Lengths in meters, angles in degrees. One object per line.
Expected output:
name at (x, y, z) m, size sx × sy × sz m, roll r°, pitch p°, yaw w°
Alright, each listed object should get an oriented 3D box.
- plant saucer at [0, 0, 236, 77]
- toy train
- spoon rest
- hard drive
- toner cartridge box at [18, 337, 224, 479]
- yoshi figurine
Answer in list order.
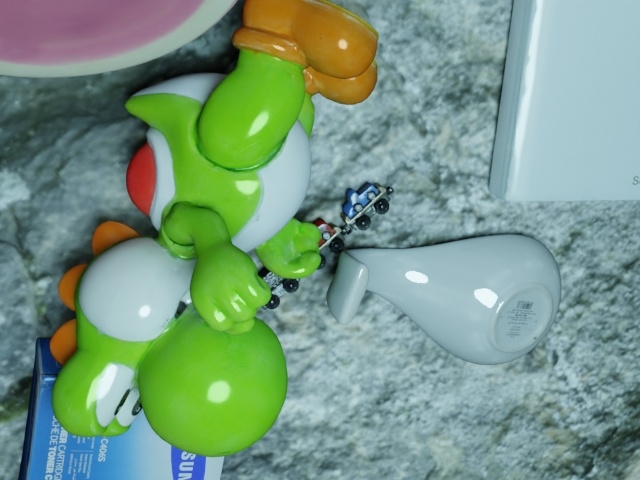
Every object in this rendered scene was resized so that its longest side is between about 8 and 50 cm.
plant saucer at (-0.168, -0.197, 0.563) m, size 0.332 × 0.332 × 0.084 m, roll -3°, pitch 68°, yaw -18°
toy train at (0.000, 0.000, 0.838) m, size 0.158 × 0.027 × 0.036 m, roll -41°, pitch 105°, yaw -1°
spoon rest at (0.118, 0.048, 0.876) m, size 0.277 × 0.084 × 0.137 m, roll 11°, pitch 107°, yaw -35°
hard drive at (0.284, -0.209, 0.847) m, size 0.233 × 0.047 × 0.352 m, roll -1°, pitch 109°, yaw -18°
toner cartridge box at (-0.188, 0.263, 0.840) m, size 0.165 × 0.075 × 0.347 m, roll 5°, pitch 106°, yaw -21°
yoshi figurine at (-0.054, 0.008, 0.705) m, size 0.204 × 0.203 × 0.362 m, roll 29°, pitch 90°, yaw -36°
